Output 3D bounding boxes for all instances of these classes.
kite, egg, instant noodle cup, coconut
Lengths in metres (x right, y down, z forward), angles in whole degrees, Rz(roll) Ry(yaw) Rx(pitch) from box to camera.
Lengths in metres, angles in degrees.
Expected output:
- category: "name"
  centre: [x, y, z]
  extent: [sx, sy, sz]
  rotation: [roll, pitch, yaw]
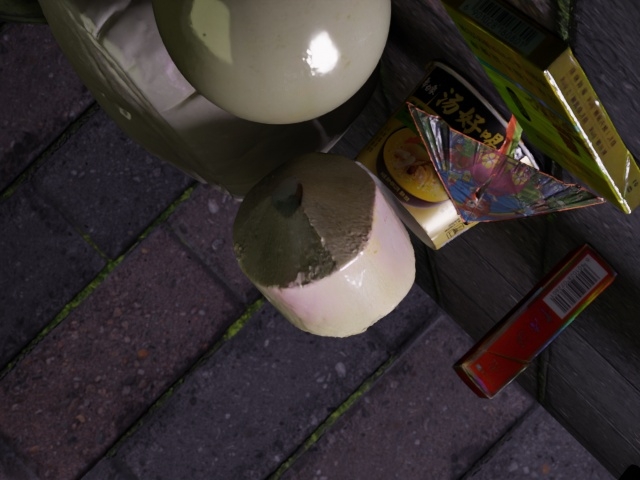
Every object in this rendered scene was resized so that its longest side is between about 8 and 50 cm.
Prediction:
- category: "kite"
  centre: [0.151, -0.063, 1.671]
  extent: [0.190, 0.010, 0.159]
  rotation: [26, 140, -2]
- category: "egg"
  centre: [-0.041, -0.200, 1.552]
  extent: [0.188, 0.188, 0.253]
  rotation: [43, 166, 30]
- category: "instant noodle cup"
  centre: [0.111, -0.071, 1.771]
  extent: [0.151, 0.122, 0.151]
  rotation: [46, 174, 6]
- category: "coconut"
  centre: [0.000, 0.000, 1.751]
  extent: [0.147, 0.147, 0.152]
  rotation: [42, 174, 44]

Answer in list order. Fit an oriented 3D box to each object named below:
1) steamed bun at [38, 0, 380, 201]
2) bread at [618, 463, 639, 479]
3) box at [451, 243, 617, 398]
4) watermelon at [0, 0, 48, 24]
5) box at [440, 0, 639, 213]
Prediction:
- category: "steamed bun"
  centre: [-0.086, -0.177, 1.817]
  extent: [0.236, 0.247, 0.383]
  rotation: [45, 176, 38]
- category: "bread"
  centre: [0.422, 0.316, 1.884]
  extent: [0.251, 0.208, 0.376]
  rotation: [39, 178, -10]
- category: "box"
  centre: [0.210, 0.082, 1.925]
  extent: [0.048, 0.175, 0.112]
  rotation: [46, 177, 2]
- category: "watermelon"
  centre: [-0.321, -0.377, 1.967]
  extent: [0.359, 0.279, 0.279]
  rotation: [44, 176, 5]
- category: "box"
  centre: [0.170, -0.106, 1.457]
  extent: [0.121, 0.030, 0.193]
  rotation: [42, 176, 41]
